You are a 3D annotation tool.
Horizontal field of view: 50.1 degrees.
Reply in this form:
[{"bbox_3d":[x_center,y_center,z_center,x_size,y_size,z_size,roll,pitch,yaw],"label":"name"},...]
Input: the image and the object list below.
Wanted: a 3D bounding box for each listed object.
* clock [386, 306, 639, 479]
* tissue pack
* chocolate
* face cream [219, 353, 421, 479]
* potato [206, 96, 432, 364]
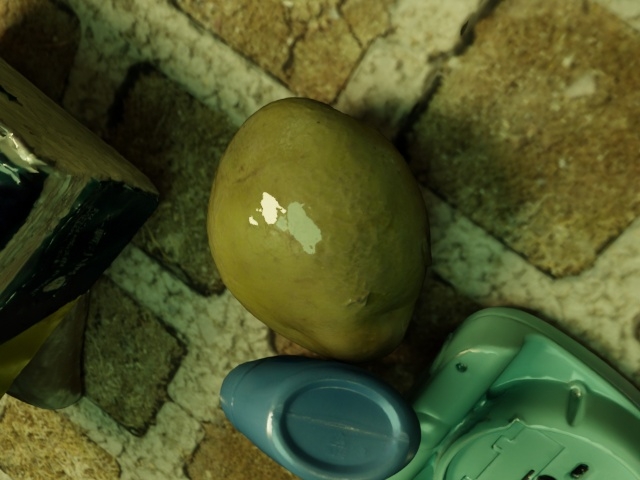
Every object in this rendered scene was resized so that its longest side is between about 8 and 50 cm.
[{"bbox_3d":[0.194,0.203,0.588,0.274,0.094,0.223,32,122,10],"label":"clock"},{"bbox_3d":[-0.388,0.032,0.602,0.264,0.253,0.416,39,93,6],"label":"tissue pack"},{"bbox_3d":[-0.358,0.090,0.795,0.157,0.080,0.254,20,119,15],"label":"chocolate"},{"bbox_3d":[-0.013,0.141,0.584,0.149,0.264,0.083,17,80,-8],"label":"face cream"},{"bbox_3d":[0.000,0.000,0.555,0.178,0.160,0.235,26,145,55],"label":"potato"}]
